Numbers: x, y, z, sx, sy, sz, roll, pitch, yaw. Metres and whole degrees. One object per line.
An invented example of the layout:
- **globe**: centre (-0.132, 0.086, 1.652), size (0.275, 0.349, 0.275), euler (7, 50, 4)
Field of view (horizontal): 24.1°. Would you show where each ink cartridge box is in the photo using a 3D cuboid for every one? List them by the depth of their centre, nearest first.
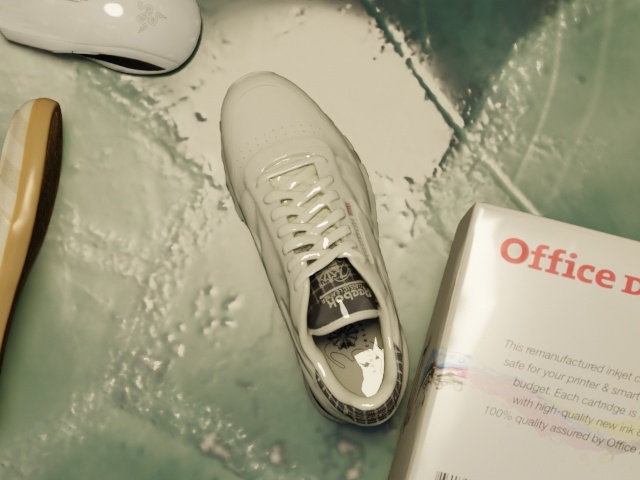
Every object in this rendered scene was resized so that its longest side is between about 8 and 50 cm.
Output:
- **ink cartridge box**: centre (0.136, 0.114, 0.871), size (0.171, 0.168, 0.233), euler (15, 85, 1)

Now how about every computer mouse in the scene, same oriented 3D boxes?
- **computer mouse**: centre (-0.172, -0.158, 0.961), size (0.193, 0.042, 0.106), euler (11, 84, 2)

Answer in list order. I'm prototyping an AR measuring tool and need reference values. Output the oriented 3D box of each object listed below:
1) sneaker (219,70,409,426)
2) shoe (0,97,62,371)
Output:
- **sneaker**: centre (0.000, 0.000, 0.921), size (0.090, 0.095, 0.235), euler (-22, 84, 0)
- **shoe**: centre (-0.209, 0.013, 0.929), size (0.058, 0.076, 0.219), euler (14, 87, -3)
